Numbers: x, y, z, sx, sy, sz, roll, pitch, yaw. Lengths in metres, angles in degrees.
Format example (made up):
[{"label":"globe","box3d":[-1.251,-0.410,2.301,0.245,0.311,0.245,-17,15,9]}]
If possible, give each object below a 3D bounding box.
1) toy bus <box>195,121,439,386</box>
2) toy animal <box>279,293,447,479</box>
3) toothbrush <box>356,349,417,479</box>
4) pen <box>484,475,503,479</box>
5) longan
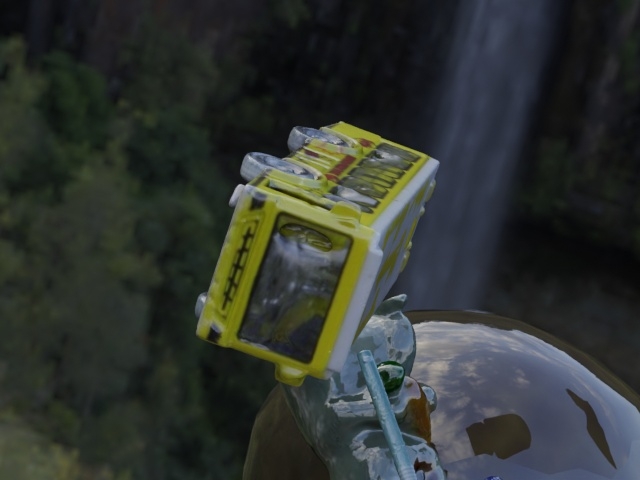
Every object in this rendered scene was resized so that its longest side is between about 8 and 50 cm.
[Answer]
[{"label":"toy bus","box3d":[0.000,0.000,0.901,0.074,0.081,0.226,22,12,5]},{"label":"toy animal","box3d":[0.038,0.156,1.481,0.108,0.236,0.138,-10,-10,-24]},{"label":"toothbrush","box3d":[0.052,0.138,1.222,0.011,0.014,0.167,-14,60,-9]},{"label":"pen","box3d":[0.106,0.201,1.285,0.025,0.025,0.204,18,19,3]},{"label":"longan","box3d":[0.127,0.229,1.755,0.404,0.336,0.404,8,20,-3]}]
